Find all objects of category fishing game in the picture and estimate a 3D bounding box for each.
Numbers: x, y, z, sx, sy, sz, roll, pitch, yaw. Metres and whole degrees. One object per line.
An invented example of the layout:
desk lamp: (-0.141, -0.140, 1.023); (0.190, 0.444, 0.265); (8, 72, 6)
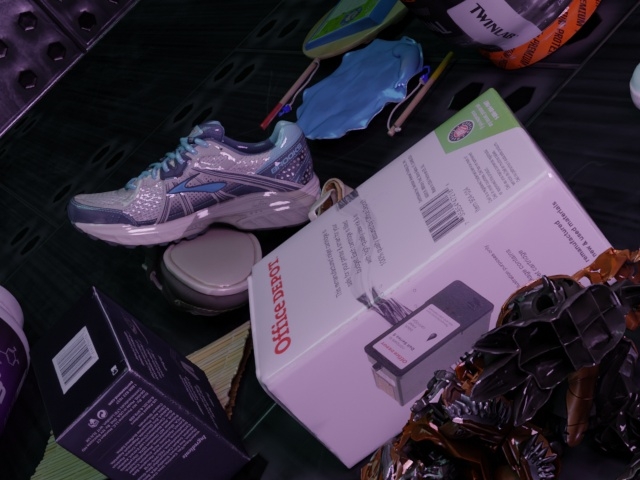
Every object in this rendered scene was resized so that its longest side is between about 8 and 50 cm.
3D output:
fishing game: (0.049, -0.183, 1.476); (0.264, 0.041, 0.189); (4, 51, 48)

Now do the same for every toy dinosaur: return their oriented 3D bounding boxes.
toy dinosaur: (0.149, 0.077, 0.765); (0.322, 0.164, 0.218); (-63, 7, 5)

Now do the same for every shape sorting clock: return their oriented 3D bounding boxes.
shape sorting clock: (0.064, -0.318, 1.673); (0.206, 0.040, 0.206); (-33, 22, 15)

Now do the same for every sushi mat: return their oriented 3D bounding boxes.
sushi mat: (-0.197, 0.191, 1.250); (0.316, 0.019, 0.151); (-28, 29, 29)

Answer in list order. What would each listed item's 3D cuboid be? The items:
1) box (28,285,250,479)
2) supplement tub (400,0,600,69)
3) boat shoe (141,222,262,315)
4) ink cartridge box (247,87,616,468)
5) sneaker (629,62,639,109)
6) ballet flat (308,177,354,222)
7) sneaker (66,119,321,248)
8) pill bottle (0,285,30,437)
box: (-0.165, 0.147, 1.071); (0.093, 0.158, 0.156); (-45, 32, 3)
supplement tub: (0.131, -0.342, 1.221); (0.207, 0.338, 0.207); (-38, 28, 25)
boat shoe: (-0.138, 0.032, 1.364); (0.112, 0.095, 0.335); (-11, 21, -18)
ink cartridge box: (0.082, 0.025, 0.977); (0.273, 0.115, 0.198); (-37, 24, 12)
sneaker: (0.332, -0.209, 0.939); (0.256, 0.151, 0.094); (-28, 29, 32)
ballet flat: (0.000, 0.000, 1.223); (0.057, 0.052, 0.168); (-25, 29, 34)
sneaker: (-0.144, -0.073, 1.328); (0.283, 0.122, 0.110); (-9, 21, -9)
pill bottle: (-0.471, 0.186, 1.477); (0.181, 0.181, 0.323); (-32, 26, 22)
